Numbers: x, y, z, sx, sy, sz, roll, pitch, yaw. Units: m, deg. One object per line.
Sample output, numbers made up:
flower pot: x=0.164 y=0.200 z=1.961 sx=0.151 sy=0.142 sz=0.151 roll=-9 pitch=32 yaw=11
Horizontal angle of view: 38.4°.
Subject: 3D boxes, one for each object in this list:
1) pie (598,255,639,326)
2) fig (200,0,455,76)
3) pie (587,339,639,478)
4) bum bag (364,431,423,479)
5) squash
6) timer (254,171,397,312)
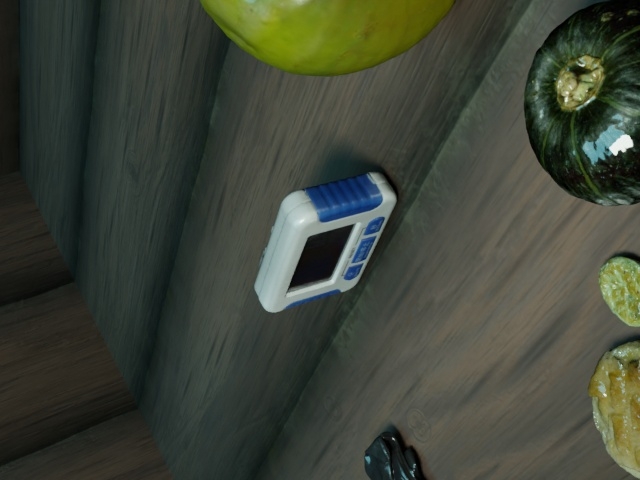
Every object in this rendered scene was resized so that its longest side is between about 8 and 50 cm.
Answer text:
pie: x=0.336 y=0.053 z=0.999 sx=0.084 sy=0.021 sz=0.084 roll=45 pitch=146 yaw=43
fig: x=0.001 y=-0.340 z=1.053 sx=0.343 sy=0.343 sz=0.343 roll=37 pitch=137 yaw=45
pie: x=0.373 y=0.192 z=0.996 sx=0.195 sy=0.046 sz=0.195 roll=39 pitch=140 yaw=43
bum bag: x=0.156 y=0.431 z=1.499 sx=0.248 sy=0.060 sz=0.123 roll=53 pitch=146 yaw=28
squash: x=0.276 y=-0.127 z=0.846 sx=0.193 sy=0.156 sz=0.193 roll=-2 pitch=87 yaw=35
timer: x=0.000 y=0.000 z=1.384 sx=0.078 sy=0.178 sz=0.253 roll=61 pitch=149 yaw=27
